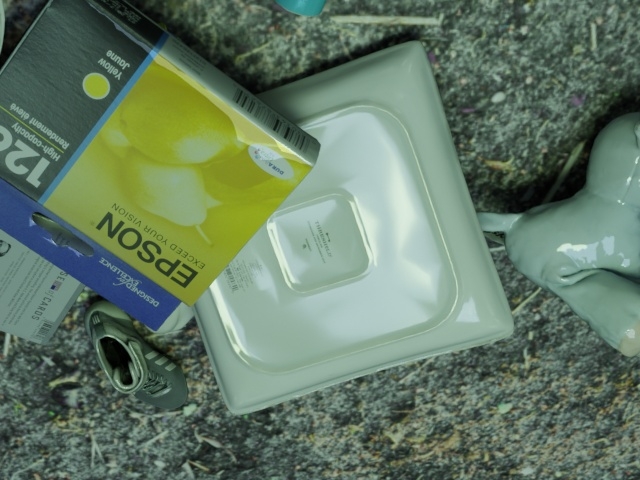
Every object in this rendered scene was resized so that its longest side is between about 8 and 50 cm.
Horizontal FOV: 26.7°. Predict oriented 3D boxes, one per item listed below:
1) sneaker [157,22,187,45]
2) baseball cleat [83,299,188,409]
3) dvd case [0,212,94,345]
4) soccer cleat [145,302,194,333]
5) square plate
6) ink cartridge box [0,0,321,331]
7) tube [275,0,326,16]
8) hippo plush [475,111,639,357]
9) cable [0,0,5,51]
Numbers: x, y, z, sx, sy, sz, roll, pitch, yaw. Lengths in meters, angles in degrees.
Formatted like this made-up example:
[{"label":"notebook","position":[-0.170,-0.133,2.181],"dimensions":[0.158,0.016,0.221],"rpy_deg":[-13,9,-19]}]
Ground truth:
[{"label":"sneaker","position":[-0.186,-0.158,1.402],"dimensions":[0.059,0.053,0.144],"rpy_deg":[29,120,-32]},{"label":"baseball cleat","position":[-0.221,0.163,1.622],"dimensions":[0.072,0.109,0.206],"rpy_deg":[-31,130,9]},{"label":"dvd case","position":[-0.381,0.017,1.525],"dimensions":[0.238,0.030,0.179],"rpy_deg":[23,122,-27]},{"label":"soccer cleat","position":[-0.144,0.026,1.562],"dimensions":[0.076,0.068,0.196],"rpy_deg":[3,127,-54]},{"label":"square plate","position":[0.000,0.000,1.463],"dimensions":[0.344,0.049,0.347],"rpy_deg":[-17,103,9]},{"label":"ink cartridge box","position":[-0.211,-0.071,1.376],"dimensions":[0.303,0.072,0.307],"rpy_deg":[35,114,-13]},{"label":"tube","position":[0.009,-0.320,1.308],"dimensions":[0.080,0.052,0.207],"rpy_deg":[20,122,-3]},{"label":"hippo plush","position":[0.344,-0.030,1.546],"dimensions":[0.294,0.234,0.236],"rpy_deg":[38,100,12]},{"label":"cable","position":[-0.405,-0.173,1.219],"dimensions":[0.257,0.089,0.257],"rpy_deg":[1,122,-59]}]
